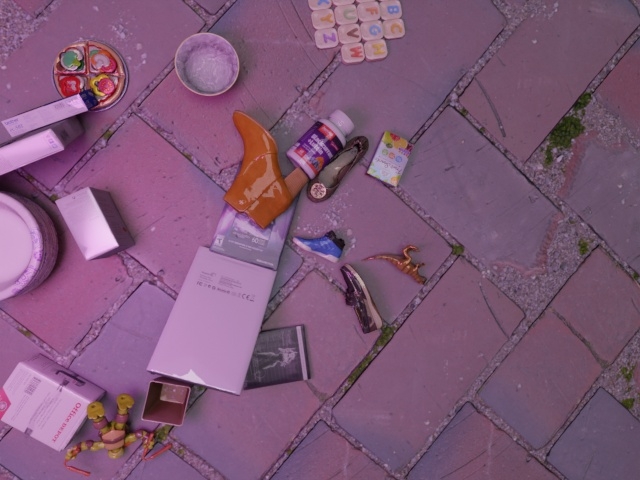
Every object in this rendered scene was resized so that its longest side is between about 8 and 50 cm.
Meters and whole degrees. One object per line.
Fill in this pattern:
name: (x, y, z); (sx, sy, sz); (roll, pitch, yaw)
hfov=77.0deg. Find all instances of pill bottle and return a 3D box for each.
pill bottle: (0.004, -0.278, 1.151); (0.108, 0.108, 0.193); (44, 86, -6)

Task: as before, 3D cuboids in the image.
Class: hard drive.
hard drive: (-0.274, 0.205, 1.076); (0.233, 0.047, 0.352); (18, 58, -7)

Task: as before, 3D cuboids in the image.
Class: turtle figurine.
turtle figurine: (-0.552, 0.523, 1.103); (0.270, 0.087, 0.217); (0, 115, -19)

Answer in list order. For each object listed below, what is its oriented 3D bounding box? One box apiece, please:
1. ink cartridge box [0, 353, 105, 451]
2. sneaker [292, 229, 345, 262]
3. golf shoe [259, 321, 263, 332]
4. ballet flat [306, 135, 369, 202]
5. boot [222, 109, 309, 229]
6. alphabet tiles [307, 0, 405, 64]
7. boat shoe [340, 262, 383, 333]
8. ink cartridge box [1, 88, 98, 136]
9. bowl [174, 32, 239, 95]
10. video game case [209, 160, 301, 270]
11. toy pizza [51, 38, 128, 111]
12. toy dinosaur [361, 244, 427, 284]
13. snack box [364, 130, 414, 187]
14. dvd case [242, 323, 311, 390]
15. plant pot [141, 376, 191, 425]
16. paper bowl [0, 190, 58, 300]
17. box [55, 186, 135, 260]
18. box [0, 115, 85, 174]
ink cartridge box: (-0.732, 0.435, 1.087); (0.218, 0.092, 0.158); (34, 87, -5)
sneaker: (0.000, 0.000, 1.181); (0.152, 0.058, 0.084); (25, 94, -11)
golf shoe: (-0.250, 0.212, 1.144); (0.186, 0.086, 0.067); (24, 91, -5)
ballet flat: (0.053, -0.213, 1.184); (0.084, 0.058, 0.250); (44, 86, -5)
boot: (-0.196, -0.191, 1.104); (0.211, 0.104, 0.295); (-45, 95, -13)
alphabet tiles: (0.109, -0.674, 1.200); (0.278, 0.021, 0.283); (-10, 92, -7)
boat shoe: (0.109, 0.176, 1.190); (0.073, 0.080, 0.223); (-30, 99, -10)
ink cartridge box: (-0.704, -0.337, 1.057); (0.207, 0.097, 0.046); (-20, 120, -1)
bowl: (-0.309, -0.476, 1.123); (0.170, 0.080, 0.170); (0, 92, -6)
video game case: (-0.179, -0.070, 1.156); (0.196, 0.026, 0.274); (18, 81, -7)
toy pizza: (-0.638, -0.457, 1.108); (0.202, 0.032, 0.201); (0, 91, -7)
toy dinosaur: (0.246, 0.064, 1.212); (0.212, 0.064, 0.112); (29, 89, -6)
snack box: (0.209, -0.244, 1.212); (0.100, 0.037, 0.141); (24, 89, -6)
dvd case: (-0.148, 0.347, 1.193); (0.222, 0.018, 0.164); (-8, 91, -6)
plant pot: (-0.418, 0.435, 1.123); (0.109, 0.096, 0.108); (13, 90, -6)
paper bowl: (-0.833, 0.013, 1.037); (0.285, 0.148, 0.284); (0, 91, -7)
box: (-0.594, -0.043, 1.073); (0.091, 0.130, 0.170); (-25, 94, -6)
box: (-0.774, -0.211, 0.999); (0.322, 0.232, 0.058); (-23, 119, -6)
